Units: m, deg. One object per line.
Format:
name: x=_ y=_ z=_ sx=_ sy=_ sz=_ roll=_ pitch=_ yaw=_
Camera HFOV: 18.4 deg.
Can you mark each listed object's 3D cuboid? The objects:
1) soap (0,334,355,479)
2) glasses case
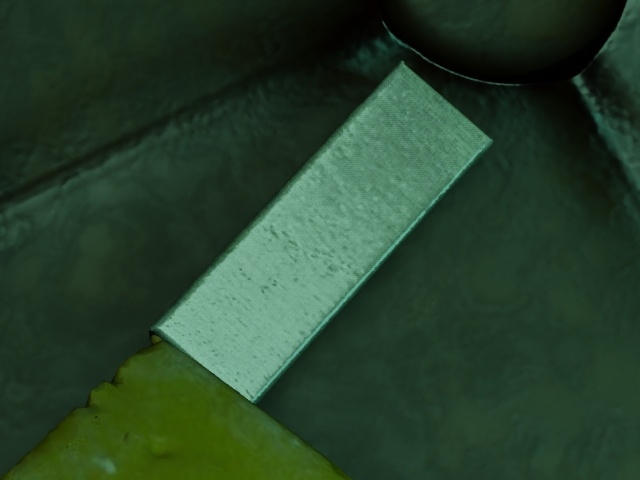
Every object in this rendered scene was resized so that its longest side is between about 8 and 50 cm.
soap: x=-0.045 y=0.243 z=0.891 sx=0.335 sy=0.156 sz=0.293 roll=38 pitch=41 yaw=11
glasses case: x=0.000 y=0.000 z=1.073 sx=0.071 sy=0.047 sz=0.205 roll=41 pitch=76 yaw=4
